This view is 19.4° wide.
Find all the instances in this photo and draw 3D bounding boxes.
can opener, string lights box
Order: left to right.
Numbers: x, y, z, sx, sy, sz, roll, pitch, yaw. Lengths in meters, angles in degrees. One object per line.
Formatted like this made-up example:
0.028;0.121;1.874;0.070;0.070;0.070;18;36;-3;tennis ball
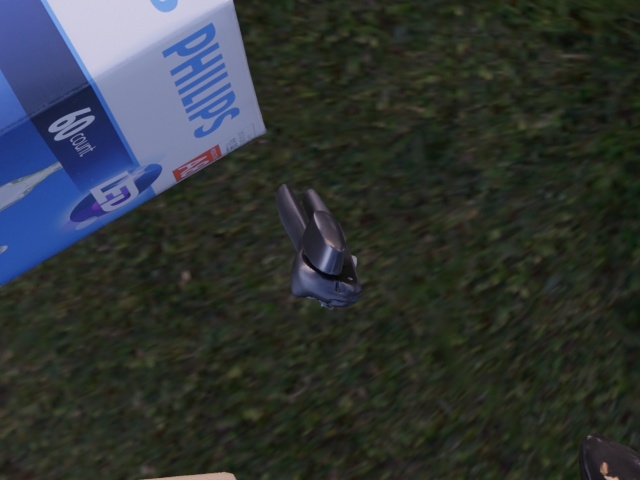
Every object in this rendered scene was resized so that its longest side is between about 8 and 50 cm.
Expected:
-0.149;-0.013;0.534;0.259;0.133;0.077;-30;78;-4;string lights box
0.000;0.000;1.572;0.059;0.186;0.073;21;108;-18;can opener

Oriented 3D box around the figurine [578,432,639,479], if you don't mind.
0.179;0.066;0.553;0.209;0.092;0.215;22;85;31;figurine

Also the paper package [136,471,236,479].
-0.159;0.413;1.964;0.168;0.325;0.309;-39;69;20;paper package
